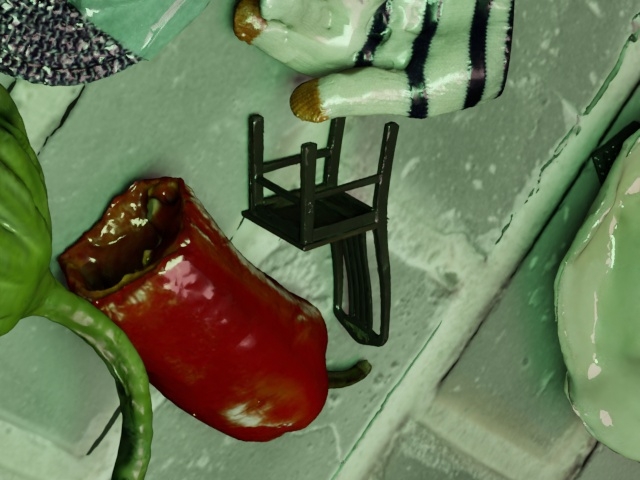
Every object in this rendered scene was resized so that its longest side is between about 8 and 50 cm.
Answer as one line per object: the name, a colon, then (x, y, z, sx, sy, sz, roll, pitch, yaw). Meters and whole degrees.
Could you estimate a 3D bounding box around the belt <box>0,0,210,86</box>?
belt: (-0.158, -0.264, 1.245, 0.260, 0.122, 0.325, 18, 97, -35)

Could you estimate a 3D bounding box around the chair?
chair: (0.000, 0.000, 1.511, 0.101, 0.084, 0.212, -15, 120, -34)

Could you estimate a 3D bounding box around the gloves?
gloves: (0.040, -0.170, 1.449, 0.219, 0.131, 0.140, 6, 112, -6)

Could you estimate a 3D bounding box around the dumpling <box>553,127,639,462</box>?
dumpling: (0.341, 0.027, 1.708, 0.260, 0.181, 0.341, 31, 119, -22)

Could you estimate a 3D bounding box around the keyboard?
keyboard: (0.309, -0.020, 1.771, 0.061, 0.013, 0.204, -37, 128, -17)

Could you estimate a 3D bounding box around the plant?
plant: (-0.233, 0.029, 1.315, 0.333, 0.180, 0.251, 31, 87, -52)

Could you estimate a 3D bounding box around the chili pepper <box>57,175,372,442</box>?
chili pepper: (-0.058, 0.094, 1.481, 0.134, 0.131, 0.338, -44, 132, 1)
